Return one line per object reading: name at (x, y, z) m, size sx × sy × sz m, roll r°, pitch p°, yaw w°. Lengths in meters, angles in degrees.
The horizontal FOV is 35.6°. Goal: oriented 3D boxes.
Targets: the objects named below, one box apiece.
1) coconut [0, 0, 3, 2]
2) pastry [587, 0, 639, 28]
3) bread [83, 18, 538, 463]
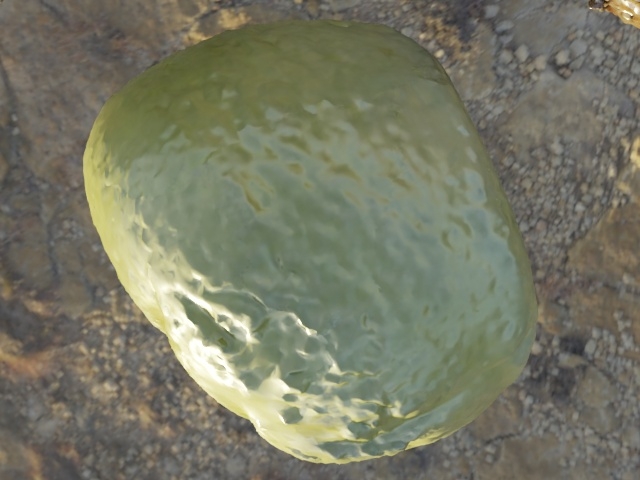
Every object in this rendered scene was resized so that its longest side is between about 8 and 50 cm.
coconut at (-0.311, -0.314, 0.637) m, size 0.404 × 0.404 × 0.405 m, roll 9°, pitch 115°, yaw 19°
pastry at (0.500, -0.484, 1.497) m, size 0.337 × 0.405 × 0.292 m, roll 18°, pitch 130°, yaw 14°
bread at (-0.011, 0.005, 0.659) m, size 0.237 × 0.320 × 0.320 m, roll -23°, pitch 103°, yaw -3°
